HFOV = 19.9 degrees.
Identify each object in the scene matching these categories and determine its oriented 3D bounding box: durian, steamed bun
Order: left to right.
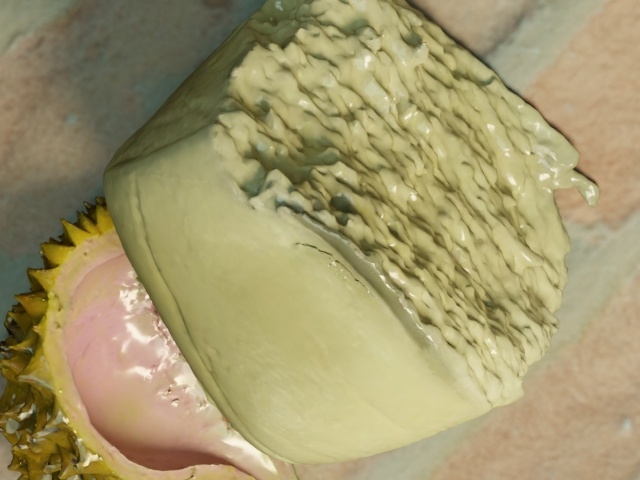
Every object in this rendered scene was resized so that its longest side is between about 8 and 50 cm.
[{"bbox_3d":[-0.153,0.132,1.301,0.196,0.185,0.305,-14,112,41],"label":"durian"},{"bbox_3d":[0.000,0.000,1.131,0.273,0.272,0.290,-35,92,21],"label":"steamed bun"}]
